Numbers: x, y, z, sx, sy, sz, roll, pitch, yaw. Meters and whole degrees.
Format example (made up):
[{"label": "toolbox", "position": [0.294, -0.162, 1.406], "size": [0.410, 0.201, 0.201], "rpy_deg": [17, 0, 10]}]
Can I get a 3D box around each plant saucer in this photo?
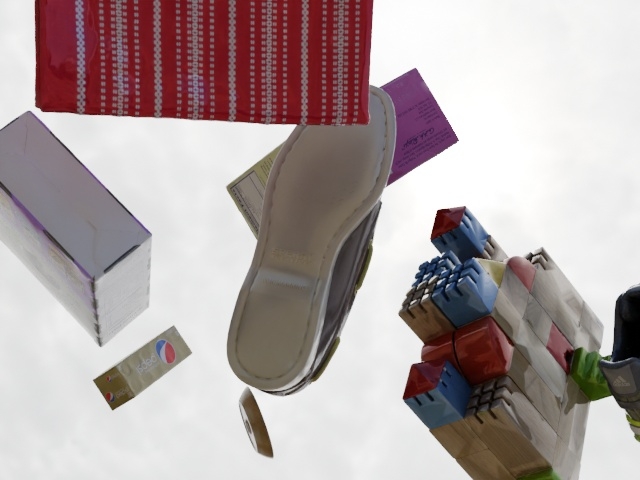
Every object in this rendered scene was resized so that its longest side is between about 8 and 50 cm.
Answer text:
[{"label": "plant saucer", "position": [-0.072, 0.199, 1.043], "size": [0.083, 0.015, 0.083], "rpy_deg": [161, -90, -76]}]

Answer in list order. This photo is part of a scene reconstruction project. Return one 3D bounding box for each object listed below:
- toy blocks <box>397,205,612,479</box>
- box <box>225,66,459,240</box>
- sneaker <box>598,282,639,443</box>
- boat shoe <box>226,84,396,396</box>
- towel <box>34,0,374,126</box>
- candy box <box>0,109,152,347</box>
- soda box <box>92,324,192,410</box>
[{"label": "toy blocks", "position": [0.204, 0.117, 1.128], "size": [0.191, 0.381, 0.261], "rpy_deg": [-28, -69, 37]}, {"label": "box", "position": [0.024, -0.101, 1.302], "size": [0.117, 0.214, 0.243], "rpy_deg": [59, -30, -2]}, {"label": "sneaker", "position": [0.381, 0.071, 1.015], "size": [0.111, 0.300, 0.121], "rpy_deg": [-15, -57, 47]}, {"label": "boat shoe", "position": [0.000, 0.000, 0.971], "size": [0.117, 0.324, 0.096], "rpy_deg": [14, -13, 18]}, {"label": "towel", "position": [-0.087, -0.193, 0.760], "size": [0.031, 0.275, 0.198], "rpy_deg": [-149, -120, -73]}, {"label": "candy box", "position": [-0.240, -0.004, 0.914], "size": [0.165, 0.070, 0.196], "rpy_deg": [44, -23, 9]}, {"label": "soda box", "position": [-0.289, 0.206, 1.581], "size": [0.058, 0.181, 0.061], "rpy_deg": [-32, -88, 28]}]
